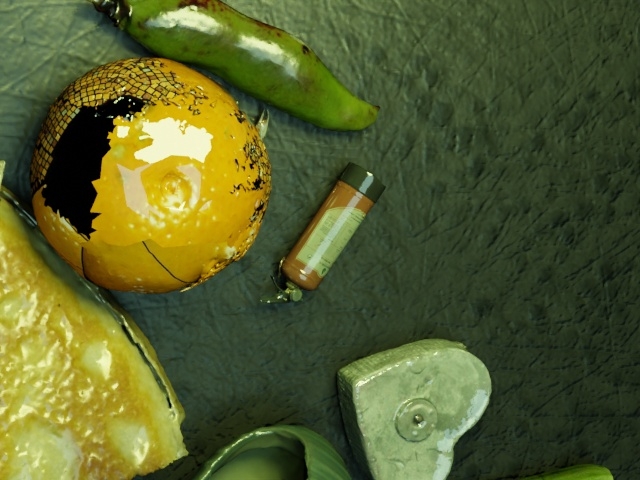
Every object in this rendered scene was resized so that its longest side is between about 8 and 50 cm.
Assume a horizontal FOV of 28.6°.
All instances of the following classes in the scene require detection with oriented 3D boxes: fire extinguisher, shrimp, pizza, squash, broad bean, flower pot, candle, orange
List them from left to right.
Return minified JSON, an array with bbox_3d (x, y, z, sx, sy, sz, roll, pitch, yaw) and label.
[{"bbox_3d":[-0.367,0.155,1.188,0.440,0.130,0.406,49,63,-18],"label":"pizza"},{"bbox_3d":[-0.163,-0.059,1.207,0.234,0.182,0.235,-7,105,-26],"label":"orange"},{"bbox_3d":[-0.080,-0.190,1.270,0.339,0.061,0.077,22,102,-21],"label":"broad bean"},{"bbox_3d":[-0.079,-0.095,1.312,0.038,0.029,0.092,13,92,-13],"label":"shrimp"},{"bbox_3d":[-0.061,0.309,1.311,0.243,0.189,0.157,-55,149,-32],"label":"flower pot"},{"bbox_3d":[0.000,0.000,1.346,0.177,0.050,0.062,-56,138,-1],"label":"fire extinguisher"},{"bbox_3d":[0.094,0.189,1.412,0.168,0.068,0.192,29,88,-21],"label":"candle"},{"bbox_3d":[0.242,0.314,1.491,0.228,0.066,0.066,-11,105,-16],"label":"squash"}]

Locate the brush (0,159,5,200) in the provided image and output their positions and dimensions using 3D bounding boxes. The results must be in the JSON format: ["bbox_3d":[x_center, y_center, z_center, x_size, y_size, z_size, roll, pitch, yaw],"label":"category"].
[{"bbox_3d":[-0.320,-0.002,1.157,0.043,0.014,0.170,19,64,-37],"label":"brush"}]
